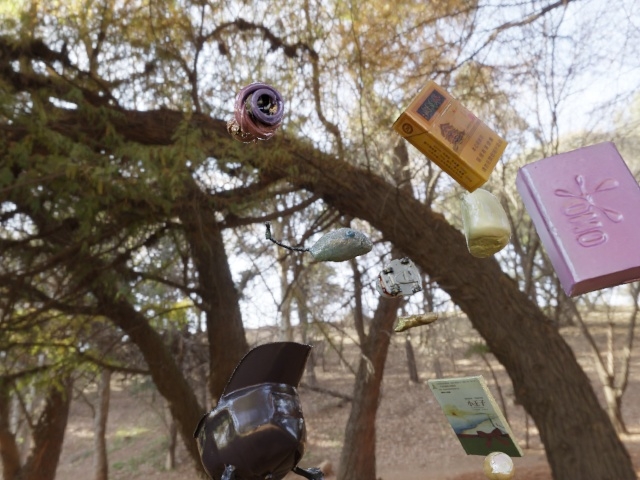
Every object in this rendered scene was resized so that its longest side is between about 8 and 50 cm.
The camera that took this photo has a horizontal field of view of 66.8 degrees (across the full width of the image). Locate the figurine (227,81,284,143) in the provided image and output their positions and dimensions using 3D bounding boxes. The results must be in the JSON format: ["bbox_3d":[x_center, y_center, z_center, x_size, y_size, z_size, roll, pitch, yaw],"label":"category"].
[{"bbox_3d":[-0.152,-0.266,1.092,0.126,0.114,0.157,-26,-14,-44],"label":"figurine"}]

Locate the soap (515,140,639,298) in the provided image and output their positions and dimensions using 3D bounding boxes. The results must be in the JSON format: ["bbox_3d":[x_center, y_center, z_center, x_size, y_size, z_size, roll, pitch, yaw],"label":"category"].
[{"bbox_3d":[0.492,-0.041,0.886,0.181,0.259,0.081,-15,-29,8],"label":"soap"}]

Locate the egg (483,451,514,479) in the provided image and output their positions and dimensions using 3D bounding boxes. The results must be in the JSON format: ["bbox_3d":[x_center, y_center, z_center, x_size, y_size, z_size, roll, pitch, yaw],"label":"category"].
[{"bbox_3d":[0.493,0.634,1.349,0.080,0.080,0.096,-4,-49,-4],"label":"egg"}]

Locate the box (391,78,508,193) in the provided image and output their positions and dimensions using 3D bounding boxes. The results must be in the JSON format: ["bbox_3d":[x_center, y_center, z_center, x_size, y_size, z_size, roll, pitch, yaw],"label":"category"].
[{"bbox_3d":[0.341,-0.274,1.271,0.274,0.174,0.076,39,-35,-1],"label":"box"}]

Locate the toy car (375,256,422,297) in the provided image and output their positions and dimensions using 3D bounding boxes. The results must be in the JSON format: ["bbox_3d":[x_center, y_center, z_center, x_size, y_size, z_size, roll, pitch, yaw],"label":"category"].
[{"bbox_3d":[0.205,0.120,1.381,0.139,0.112,0.112,-9,-18,-39],"label":"toy car"}]

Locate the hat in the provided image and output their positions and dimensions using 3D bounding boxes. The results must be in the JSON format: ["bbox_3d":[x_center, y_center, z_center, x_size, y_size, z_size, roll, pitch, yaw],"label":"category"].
[{"bbox_3d":[-0.088,0.369,0.927,0.238,0.209,0.336,22,-77,-47],"label":"hat"}]

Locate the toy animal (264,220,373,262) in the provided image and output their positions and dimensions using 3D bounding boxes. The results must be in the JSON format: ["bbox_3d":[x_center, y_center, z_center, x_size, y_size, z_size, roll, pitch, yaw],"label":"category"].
[{"bbox_3d":[-0.006,0.007,1.065,0.253,0.079,0.070,4,-3,-19],"label":"toy animal"}]

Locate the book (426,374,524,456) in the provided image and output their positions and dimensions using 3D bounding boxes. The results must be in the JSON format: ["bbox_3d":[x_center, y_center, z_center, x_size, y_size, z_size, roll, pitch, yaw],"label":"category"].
[{"bbox_3d":[0.472,0.542,1.492,0.026,0.289,0.201,-35,6,-41],"label":"book"}]

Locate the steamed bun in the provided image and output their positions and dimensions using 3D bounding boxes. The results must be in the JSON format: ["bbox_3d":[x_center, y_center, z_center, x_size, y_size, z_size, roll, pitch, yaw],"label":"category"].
[{"bbox_3d":[0.633,-0.076,1.863,0.166,0.231,0.273,-9,-33,17],"label":"steamed bun"}]

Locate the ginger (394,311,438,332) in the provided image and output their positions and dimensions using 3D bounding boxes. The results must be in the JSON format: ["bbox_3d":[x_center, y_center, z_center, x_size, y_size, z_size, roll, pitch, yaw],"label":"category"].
[{"bbox_3d":[0.275,0.233,1.414,0.137,0.044,0.057,-23,-61,32],"label":"ginger"}]
